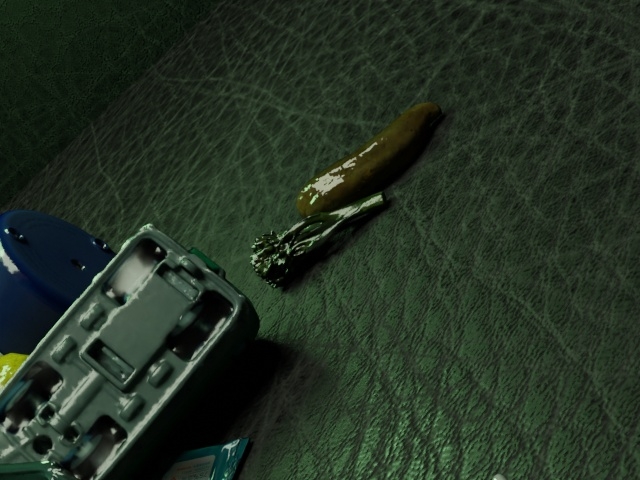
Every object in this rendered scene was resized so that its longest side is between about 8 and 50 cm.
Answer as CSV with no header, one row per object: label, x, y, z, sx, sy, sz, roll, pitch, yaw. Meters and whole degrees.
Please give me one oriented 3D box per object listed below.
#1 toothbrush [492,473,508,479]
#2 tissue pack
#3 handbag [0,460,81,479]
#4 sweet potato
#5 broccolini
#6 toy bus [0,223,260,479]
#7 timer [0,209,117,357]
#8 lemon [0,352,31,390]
toothbrush,0.171,0.243,0.988,0.024,0.018,0.257,-40,22,5
tissue pack,-0.140,0.266,1.497,0.138,0.028,0.085,-20,37,39
handbag,-0.202,0.303,1.233,0.274,0.268,0.100,-8,51,56
sweet potato,0.062,-0.099,1.725,0.233,0.062,0.081,-38,22,11
broccolini,-0.009,-0.017,1.700,0.202,0.068,0.091,-38,9,18
toy bus,-0.234,0.167,1.590,0.343,0.183,0.199,-49,-15,-9
timer,-0.455,0.175,1.966,0.383,0.270,0.270,-52,20,16
lemon,-0.397,0.244,1.760,0.192,0.192,0.231,-57,16,-26
